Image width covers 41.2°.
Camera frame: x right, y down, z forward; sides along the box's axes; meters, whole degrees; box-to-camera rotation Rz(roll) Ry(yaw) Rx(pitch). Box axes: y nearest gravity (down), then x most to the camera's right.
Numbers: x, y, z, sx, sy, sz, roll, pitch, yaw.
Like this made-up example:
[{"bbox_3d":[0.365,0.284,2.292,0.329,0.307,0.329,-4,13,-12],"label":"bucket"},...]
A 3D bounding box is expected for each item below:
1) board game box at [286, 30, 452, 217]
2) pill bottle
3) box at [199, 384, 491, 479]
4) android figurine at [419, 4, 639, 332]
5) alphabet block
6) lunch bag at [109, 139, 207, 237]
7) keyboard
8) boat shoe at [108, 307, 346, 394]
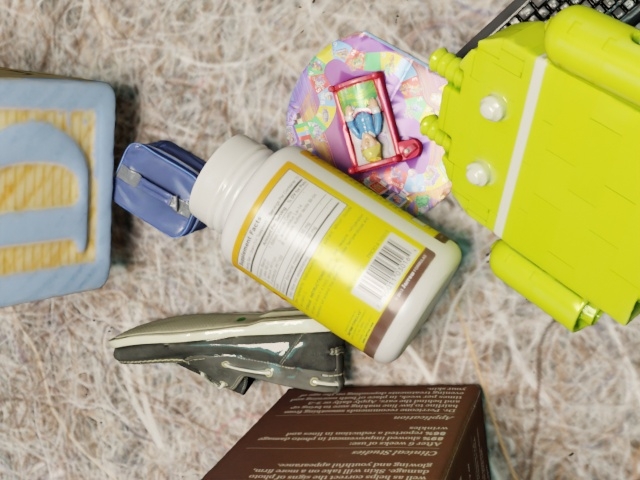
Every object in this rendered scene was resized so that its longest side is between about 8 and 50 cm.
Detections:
[{"bbox_3d":[0.045,-0.096,0.725,0.169,0.033,0.133,32,109,11],"label":"board game box"},{"bbox_3d":[0.000,0.000,0.711,0.215,0.117,0.117,33,109,12],"label":"pill bottle"},{"bbox_3d":[0.005,0.233,0.611,0.191,0.381,0.143,-5,99,20],"label":"box"},{"bbox_3d":[0.179,-0.049,0.608,0.273,0.056,0.248,39,146,29],"label":"android figurine"},{"bbox_3d":[-0.318,-0.056,0.754,0.197,0.192,0.193,14,103,35],"label":"alphabet block"},{"bbox_3d":[-0.139,-0.046,0.783,0.098,0.065,0.067,30,108,13],"label":"lunch bag"},{"bbox_3d":[0.199,-0.160,0.664,0.180,0.023,0.108,-42,85,22],"label":"keyboard"},{"bbox_3d":[-0.089,0.107,0.784,0.233,0.084,0.079,-3,98,17],"label":"boat shoe"}]
